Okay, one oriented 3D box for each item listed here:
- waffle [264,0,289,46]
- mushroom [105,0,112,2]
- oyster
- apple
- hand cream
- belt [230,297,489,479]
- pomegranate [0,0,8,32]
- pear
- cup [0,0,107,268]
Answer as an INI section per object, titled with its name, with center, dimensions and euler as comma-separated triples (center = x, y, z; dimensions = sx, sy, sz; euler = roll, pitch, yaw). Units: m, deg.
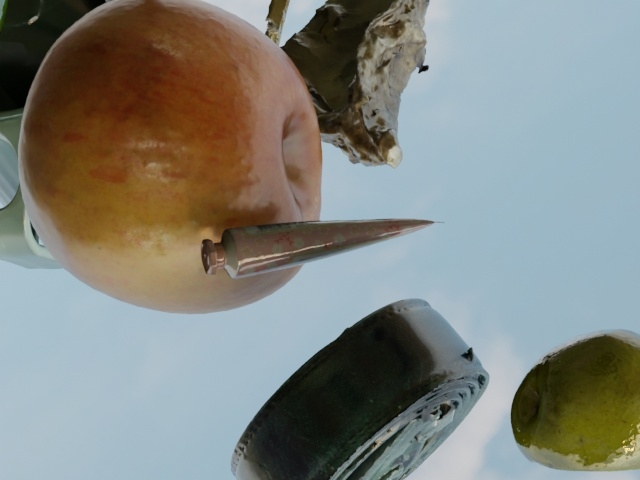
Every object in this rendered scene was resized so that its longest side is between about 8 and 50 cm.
[waffle]
center = -0.047, -0.278, 2.053
dimensions = 0.092, 0.021, 0.135
euler = 138, -35, -88
[mushroom]
center = -0.181, -0.299, 1.721
dimensions = 0.060, 0.061, 0.187
euler = 51, -47, 37
[oyster]
center = 0.038, -0.193, 1.913
dimensions = 0.204, 0.111, 0.396
euler = -23, -145, 35
[apple]
center = -0.132, -0.078, 1.659
dimensions = 0.275, 0.299, 0.299
euler = 10, -117, 19
[hand cream]
center = 0.000, 0.000, 1.526
dimensions = 0.067, 0.210, 0.043
euler = 170, -89, -72
[belt]
center = 0.024, 0.163, 1.518
dimensions = 0.116, 0.206, 0.267
euler = 50, -59, 20
[pomegranate]
center = -0.260, -0.140, 0.841
dimensions = 0.211, 0.263, 0.211
euler = -7, -142, 5
[pear]
center = 0.217, 0.119, 1.364
dimensions = 0.141, 0.141, 0.104
euler = 4, -85, 45
[cup]
center = -0.364, -0.159, 2.226
dimensions = 0.310, 0.392, 0.401
euler = 26, -112, 24
